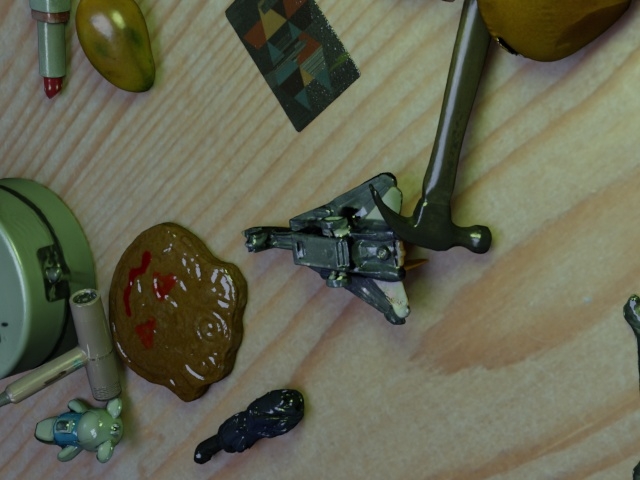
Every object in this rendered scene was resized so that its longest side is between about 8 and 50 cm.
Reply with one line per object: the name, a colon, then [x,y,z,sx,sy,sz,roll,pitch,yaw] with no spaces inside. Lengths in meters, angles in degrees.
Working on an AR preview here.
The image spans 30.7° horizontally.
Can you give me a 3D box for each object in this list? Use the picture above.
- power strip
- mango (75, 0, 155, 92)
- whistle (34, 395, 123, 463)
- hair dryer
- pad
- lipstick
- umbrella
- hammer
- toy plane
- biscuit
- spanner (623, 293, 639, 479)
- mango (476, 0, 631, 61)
power strip: [-0.542,0.065,1.979,0.357,0.161,0.357,9,107,33]
mango: [-0.310,-0.300,1.758,0.111,0.089,0.163,2,111,35]
whistle: [-0.414,0.328,2.008,0.236,0.077,0.114,-11,66,43]
hair dryer: [-0.444,0.195,1.886,0.053,0.220,0.195,-135,34,-55]
pad: [-0.042,-0.274,1.618,0.143,0.003,0.211,-40,77,36]
lipstick: [-0.429,-0.317,1.867,0.063,0.057,0.186,19,118,32]
umbrella: [-0.120,0.287,1.781,0.248,0.071,0.071,-29,84,40]
hammer: [0.177,-0.200,1.419,0.168,0.044,0.440,10,104,-13]
toy plane: [-0.008,0.003,1.599,0.316,0.103,0.204,4,105,36]
biscuit: [-0.233,0.116,1.834,0.257,0.049,0.273,34,121,25]
spanner: [0.395,0.189,1.403,0.054,0.015,0.254,1,103,37]
mango: [0.252,-0.308,1.302,0.136,0.166,0.236,-107,9,-55]
